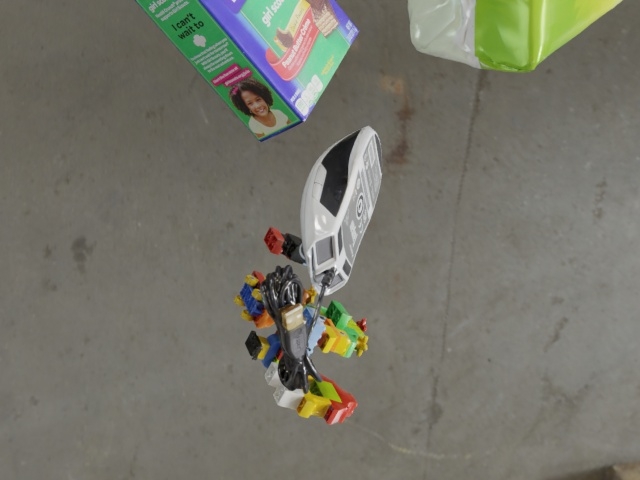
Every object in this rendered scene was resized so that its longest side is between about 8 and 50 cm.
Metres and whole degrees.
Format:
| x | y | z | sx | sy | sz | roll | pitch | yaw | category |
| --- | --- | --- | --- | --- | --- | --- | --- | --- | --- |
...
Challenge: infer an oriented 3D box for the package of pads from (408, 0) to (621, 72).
| x | y | z | sx | sy | sz | roll | pitch | yaw | category |
| --- | --- | --- | --- | --- | --- | --- | --- | --- | --- |
| 0.141 | -0.280 | 0.578 | 0.229 | 0.101 | 0.296 | -37 | 131 | -45 | package of pads |

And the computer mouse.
| x | y | z | sx | sy | sz | roll | pitch | yaw | category |
| --- | --- | --- | --- | --- | --- | --- | --- | --- | --- |
| 0.000 | 0.000 | 0.643 | 0.042 | 0.193 | 0.106 | 7 | 143 | 18 | computer mouse |

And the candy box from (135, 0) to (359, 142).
| x | y | z | sx | sy | sz | roll | pitch | yaw | category |
| --- | --- | --- | --- | --- | --- | --- | --- | --- | --- |
| -0.112 | -0.366 | 1.502 | 0.122 | 0.268 | 0.317 | -22 | 120 | 42 | candy box |

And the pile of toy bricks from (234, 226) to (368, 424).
| x | y | z | sx | sy | sz | roll | pitch | yaw | category |
| --- | --- | --- | --- | --- | --- | --- | --- | --- | --- |
| -0.001 | 0.077 | 0.878 | 0.105 | 0.212 | 0.118 | 21 | 107 | -26 | pile of toy bricks |
